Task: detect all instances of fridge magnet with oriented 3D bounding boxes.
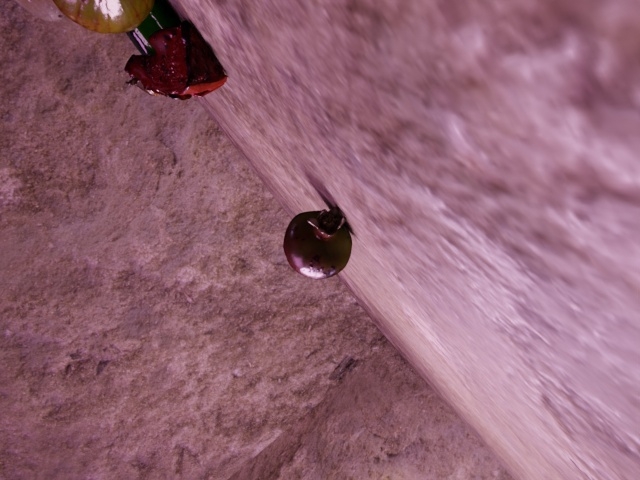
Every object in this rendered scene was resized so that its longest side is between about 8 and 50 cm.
[{"bbox_3d":[-0.315,-0.397,0.918,0.208,0.088,0.208,49,172,10],"label":"fridge magnet"}]

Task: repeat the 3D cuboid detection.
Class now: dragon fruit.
[{"bbox_3d":[-0.271,-0.292,0.820,0.192,0.092,0.122,13,150,28],"label":"dragon fruit"}]

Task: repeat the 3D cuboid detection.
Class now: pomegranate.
[{"bbox_3d":[0.001,0.008,0.853,0.129,0.129,0.159,51,168,-9],"label":"pomegranate"}]

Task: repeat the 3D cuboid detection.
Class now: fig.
[{"bbox_3d":[-0.293,-0.359,0.638,0.151,0.151,0.259,53,173,-28],"label":"fig"}]

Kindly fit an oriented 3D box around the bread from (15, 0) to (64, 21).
[{"bbox_3d":[-0.434,-0.469,0.795,0.183,0.102,0.337,37,153,-18],"label":"bread"}]
